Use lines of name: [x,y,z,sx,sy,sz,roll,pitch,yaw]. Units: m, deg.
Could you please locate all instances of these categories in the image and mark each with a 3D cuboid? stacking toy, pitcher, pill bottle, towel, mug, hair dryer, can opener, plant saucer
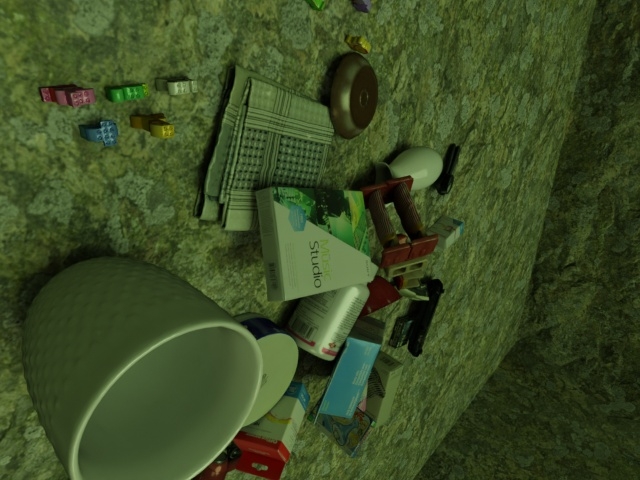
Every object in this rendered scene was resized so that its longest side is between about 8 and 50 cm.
stacking toy: [0.069,-0.527,0.920,0.221,0.052,0.167,20,95,-52]
pitcher: [0.251,-0.183,1.298,0.207,0.125,0.177,-24,149,-27]
pill bottle: [0.034,0.166,1.198,0.160,0.160,0.283,33,86,-53]
towel: [-0.097,-0.169,0.934,0.324,0.056,0.312,2,109,-49]
mug: [-0.289,0.206,0.705,0.276,0.328,0.374,-38,136,-29]
hair dryer: [-0.250,0.626,1.201,0.293,0.080,0.223,-44,138,-23]
can opener: [0.451,-0.246,1.531,0.059,0.073,0.186,23,84,-45]
plant saucer: [0.090,-0.338,1.037,0.199,0.036,0.198,-32,130,-48]

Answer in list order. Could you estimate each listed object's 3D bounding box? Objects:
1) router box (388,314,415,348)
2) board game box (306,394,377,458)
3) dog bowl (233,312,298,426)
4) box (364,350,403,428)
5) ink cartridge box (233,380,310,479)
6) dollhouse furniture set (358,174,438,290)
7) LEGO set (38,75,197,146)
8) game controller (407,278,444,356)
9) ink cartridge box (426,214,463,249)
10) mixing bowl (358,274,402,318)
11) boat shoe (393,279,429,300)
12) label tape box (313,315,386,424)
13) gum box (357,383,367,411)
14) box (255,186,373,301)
router box: [0.329,0.366,1.762,0.092,0.038,0.122,-3,113,-49]
board game box: [0.068,0.600,1.460,0.136,0.201,0.035,-54,142,-13]
dog bowl: [-0.183,0.319,1.080,0.265,0.104,0.264,-27,130,-38]
box: [0.227,0.584,1.714,0.094,0.113,0.275,-11,118,-46]
ink cartridge box: [-0.131,0.482,1.142,0.231,0.134,0.078,-66,149,-42]
dollhouse furniture set: [0.207,0.004,1.275,0.152,0.201,0.374,-16,155,-4]
LEGO set: [-0.280,-0.195,0.671,0.227,0.093,0.087,-25,129,-39]
game controller: [0.428,0.310,1.780,0.166,0.067,0.319,-14,123,-74]
ink cartridge box: [0.467,-0.032,1.648,0.122,0.088,0.052,-40,137,-27]
mixing bowl: [0.151,0.168,1.359,0.181,0.181,0.098,-21,82,-42]
boat shoe: [0.336,0.175,1.640,0.233,0.084,0.079,20,74,-50]
label tape box: [0.099,0.387,1.326,0.348,0.115,0.249,-32,143,-78]
gum box: [0.114,0.586,1.619,0.107,0.062,0.188,-27,130,-38]
box: [0.000,0.000,0.995,0.322,0.058,0.232,-6,88,-51]
